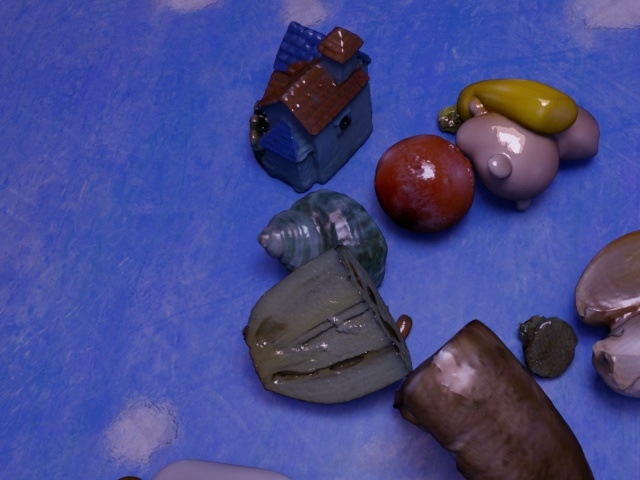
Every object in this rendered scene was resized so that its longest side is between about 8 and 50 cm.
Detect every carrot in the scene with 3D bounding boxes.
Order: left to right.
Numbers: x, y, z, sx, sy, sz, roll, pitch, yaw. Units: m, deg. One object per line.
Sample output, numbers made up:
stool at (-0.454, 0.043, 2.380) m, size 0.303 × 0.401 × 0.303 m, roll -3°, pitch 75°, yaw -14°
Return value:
carrot at (0.155, 0.189, 1.257) m, size 0.032 × 0.032 × 0.093 m, roll 23°, pitch 71°, yaw 17°

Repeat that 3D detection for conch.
conch at (0.000, 0.000, 1.299) m, size 0.277 × 0.195 × 0.220 m, roll 7°, pitch 67°, yaw -27°

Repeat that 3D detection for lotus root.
lotus root at (0.001, 0.181, 1.203) m, size 0.260 × 0.149 × 0.267 m, roll -32°, pitch 90°, yaw 15°

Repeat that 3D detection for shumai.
shumai at (0.419, 0.191, 1.205) m, size 0.098 × 0.087 × 0.124 m, roll 3°, pitch 107°, yaw -12°

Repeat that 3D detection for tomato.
tomato at (0.208, -0.112, 1.306) m, size 0.184 × 0.208 × 0.208 m, roll -35°, pitch 65°, yaw -6°

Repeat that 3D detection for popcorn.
popcorn at (0.306, -0.285, 1.464) m, size 0.083 × 0.059 × 0.068 m, roll -30°, pitch 64°, yaw -18°

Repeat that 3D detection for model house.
model house at (-0.031, -0.325, 1.372) m, size 0.251 × 0.329 × 0.295 m, roll 35°, pitch 70°, yaw 17°

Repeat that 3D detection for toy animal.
toy animal at (0.403, -0.196, 1.339) m, size 0.277 × 0.345 × 0.247 m, roll 21°, pitch 100°, yaw 37°

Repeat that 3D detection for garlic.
garlic at (0.610, 0.127, 1.143) m, size 0.313 × 0.249 × 0.286 m, roll -36°, pitch 81°, yaw 10°

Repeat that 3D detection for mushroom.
mushroom at (0.324, 0.328, 1.033) m, size 0.224 × 0.314 × 0.397 m, roll -40°, pitch 72°, yaw -10°

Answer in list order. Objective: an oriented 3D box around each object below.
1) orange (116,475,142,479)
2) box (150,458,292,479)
orange at (-0.351, 0.468, 1.147) m, size 0.085 × 0.085 × 0.085 m, roll -2°, pitch 63°, yaw 5°
box at (-0.186, 0.518, 1.009) m, size 0.288 × 0.141 × 0.349 m, roll 3°, pitch 36°, yaw 12°
